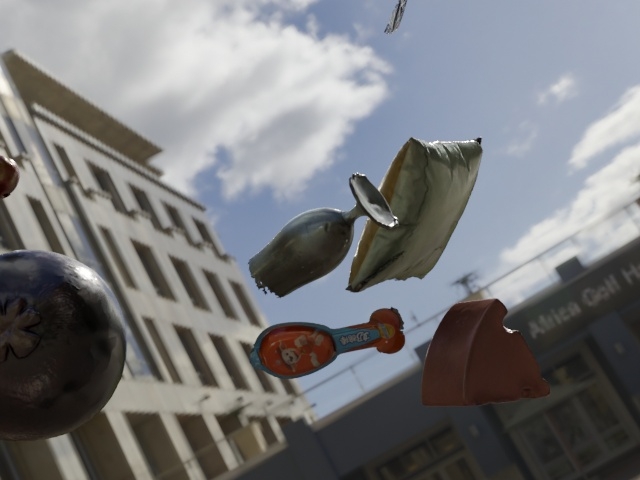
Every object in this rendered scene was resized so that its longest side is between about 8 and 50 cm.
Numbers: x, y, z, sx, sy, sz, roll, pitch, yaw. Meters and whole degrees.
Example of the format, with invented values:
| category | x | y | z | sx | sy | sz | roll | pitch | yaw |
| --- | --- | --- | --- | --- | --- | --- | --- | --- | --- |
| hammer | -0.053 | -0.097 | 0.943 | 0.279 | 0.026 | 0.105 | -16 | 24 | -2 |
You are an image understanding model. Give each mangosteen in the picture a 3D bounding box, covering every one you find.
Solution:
| category | x | y | z | sx | sy | sz | roll | pitch | yaw |
| --- | --- | --- | --- | --- | --- | --- | --- | --- | --- |
| mangosteen | -0.461 | 0.171 | 1.599 | 0.307 | 0.307 | 0.347 | -26 | -10 | -13 |

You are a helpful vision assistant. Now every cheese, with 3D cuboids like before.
| category | x | y | z | sx | sy | sz | roll | pitch | yaw |
| --- | --- | --- | --- | --- | --- | --- | --- | --- | --- |
| cheese | 0.009 | 0.162 | 1.578 | 0.256 | 0.106 | 0.037 | -12 | 28 | 10 |
| cheese | 0.281 | 0.190 | 1.732 | 0.203 | 0.177 | 0.128 | -1 | -7 | -32 |

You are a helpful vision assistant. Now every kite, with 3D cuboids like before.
| category | x | y | z | sx | sy | sz | roll | pitch | yaw |
| --- | --- | --- | --- | --- | --- | --- | --- | --- | --- |
| kite | 0.112 | -0.340 | 1.385 | 0.005 | 0.152 | 0.137 | 15 | -40 | -11 |

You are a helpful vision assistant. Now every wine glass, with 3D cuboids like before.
| category | x | y | z | sx | sy | sz | roll | pitch | yaw |
| --- | --- | --- | --- | --- | --- | --- | --- | --- | --- |
| wine glass | 0.000 | 0.000 | 1.482 | 0.222 | 0.103 | 0.103 | -36 | -17 | 25 |

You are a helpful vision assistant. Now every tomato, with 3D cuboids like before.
| category | x | y | z | sx | sy | sz | roll | pitch | yaw |
| --- | --- | --- | --- | --- | --- | --- | --- | --- | --- |
| tomato | -0.535 | -0.102 | 1.640 | 0.087 | 0.075 | 0.087 | 6 | -9 | 1 |

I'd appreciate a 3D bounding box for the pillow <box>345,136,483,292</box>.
| category | x | y | z | sx | sy | sz | roll | pitch | yaw |
| --- | --- | --- | --- | --- | --- | --- | --- | --- | --- |
| pillow | 0.181 | -0.053 | 1.877 | 0.310 | 0.119 | 0.312 | -4 | -59 | -56 |
